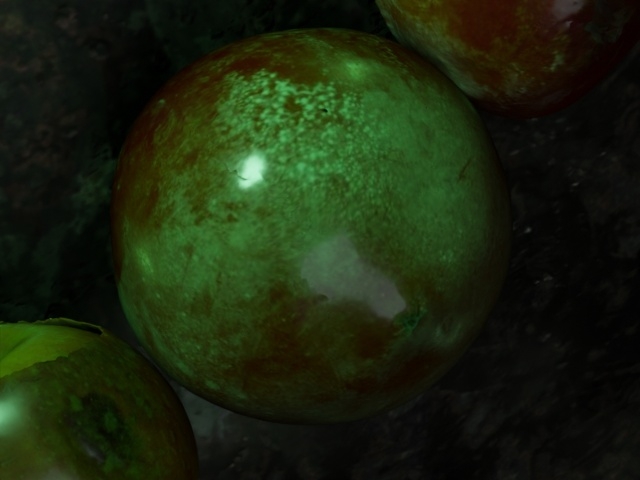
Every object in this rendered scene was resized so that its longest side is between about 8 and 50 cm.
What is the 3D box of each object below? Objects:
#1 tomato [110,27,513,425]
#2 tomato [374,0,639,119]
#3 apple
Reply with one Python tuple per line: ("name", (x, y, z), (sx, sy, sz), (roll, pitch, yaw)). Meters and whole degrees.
("tomato", (0.000, 0.000, 1.104), (0.270, 0.222, 0.270), (-19, 132, -23))
("tomato", (0.154, -0.173, 1.120), (0.200, 0.139, 0.233), (-46, 134, 5))
("apple", (-0.203, 0.148, 1.091), (0.237, 0.237, 0.208), (-32, 117, -7))
